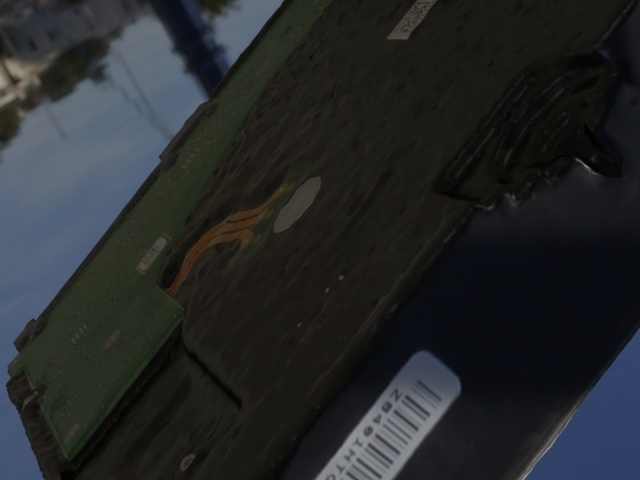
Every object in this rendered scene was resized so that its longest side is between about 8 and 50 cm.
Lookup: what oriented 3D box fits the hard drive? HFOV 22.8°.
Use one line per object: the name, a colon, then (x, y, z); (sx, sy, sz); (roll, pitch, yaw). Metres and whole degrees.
hard drive: (0.000, 0.000, 0.530); (0.237, 0.064, 0.339); (-52, -162, -5)
